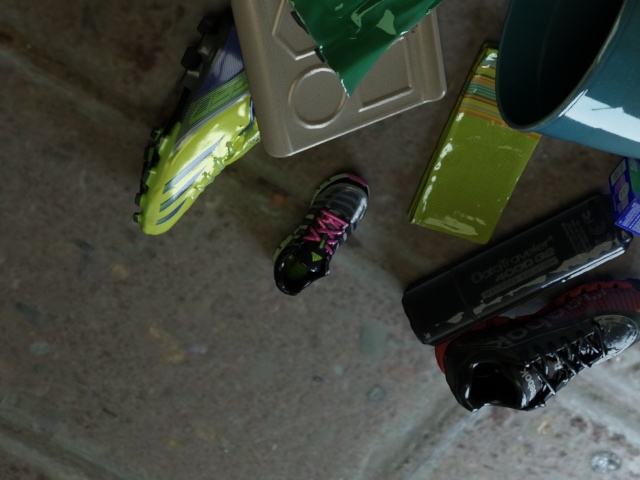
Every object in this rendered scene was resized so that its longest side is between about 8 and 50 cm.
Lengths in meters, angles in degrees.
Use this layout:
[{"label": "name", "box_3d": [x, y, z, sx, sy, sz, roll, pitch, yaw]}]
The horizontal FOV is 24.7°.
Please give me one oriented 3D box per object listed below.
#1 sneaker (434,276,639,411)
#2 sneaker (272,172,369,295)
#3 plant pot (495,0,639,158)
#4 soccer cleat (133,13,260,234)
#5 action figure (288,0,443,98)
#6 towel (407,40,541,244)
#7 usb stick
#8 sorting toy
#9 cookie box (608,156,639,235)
[{"label": "sneaker", "box_3d": [0.265, 0.128, 1.671, 0.276, 0.135, 0.098, -17, 118, 13]}, {"label": "sneaker", "box_3d": [0.000, 0.000, 1.641, 0.063, 0.075, 0.170, 31, 120, -15]}, {"label": "plant pot", "box_3d": [0.343, -0.194, 1.389, 0.255, 0.272, 0.272, 18, 123, -15]}, {"label": "soccer cleat", "box_3d": [-0.117, -0.109, 1.571, 0.121, 0.093, 0.289, 18, 123, -16]}, {"label": "action figure", "box_3d": [0.084, -0.262, 1.433, 0.232, 0.063, 0.137, -36, 124, -4]}, {"label": "towel", "box_3d": [0.182, -0.100, 1.595, 0.102, 0.021, 0.237, 18, 123, -7]}, {"label": "usb stick", "box_3d": [0.219, 0.035, 1.657, 0.278, 0.045, 0.077, -28, 77, 21]}, {"label": "sorting toy", "box_3d": [0.020, -0.202, 1.501, 0.208, 0.038, 0.193, -20, 123, -13]}, {"label": "cookie box", "box_3d": [0.370, -0.035, 1.582, 0.107, 0.092, 0.040, 25, 125, -13]}]
